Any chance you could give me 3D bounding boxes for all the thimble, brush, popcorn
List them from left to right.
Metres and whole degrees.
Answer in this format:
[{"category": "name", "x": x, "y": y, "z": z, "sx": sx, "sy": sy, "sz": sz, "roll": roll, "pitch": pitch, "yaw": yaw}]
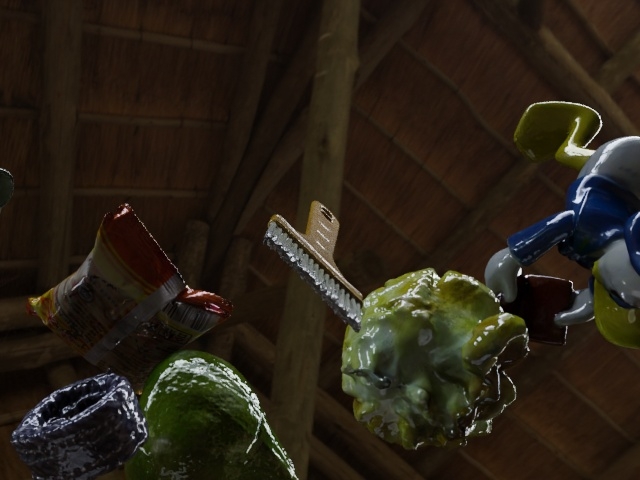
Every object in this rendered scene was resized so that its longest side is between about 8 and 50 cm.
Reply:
[{"category": "thimble", "x": -0.210, "y": 0.168, "z": 0.557, "sx": 0.104, "sy": 0.095, "sz": 0.066, "roll": -21, "pitch": -73, "yaw": -2}, {"category": "brush", "x": 0.000, "y": 0.000, "z": 0.576, "sx": 0.103, "sy": 0.013, "sz": 0.272, "roll": 45, "pitch": -168, "yaw": -8}, {"category": "popcorn", "x": 0.119, "y": 0.120, "z": 0.634, "sx": 0.197, "sy": 0.212, "sz": 0.198, "roll": 2, "pitch": -94, "yaw": -35}]

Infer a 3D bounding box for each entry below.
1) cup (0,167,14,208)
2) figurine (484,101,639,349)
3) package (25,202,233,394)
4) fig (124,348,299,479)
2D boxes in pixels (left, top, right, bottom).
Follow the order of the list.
[{"category": "cup", "x": -0.426, "y": -0.070, "z": 0.771, "sx": 0.083, "sy": 0.075, "sz": 0.055, "roll": 20, "pitch": -106, "yaw": 18}, {"category": "figurine", "x": 0.286, "y": -0.001, "z": 0.676, "sx": 0.204, "sy": 0.338, "sz": 0.283, "roll": 37, "pitch": -78, "yaw": -7}, {"category": "package", "x": -0.282, "y": 0.101, "z": 0.870, "sx": 0.223, "sy": 0.288, "sz": 0.108, "roll": 43, "pitch": -150, "yaw": -9}, {"category": "fig", "x": -0.128, "y": 0.256, "z": 0.810, "sx": 0.235, "sy": 0.203, "sz": 0.203, "roll": 16, "pitch": -114, "yaw": -5}]
